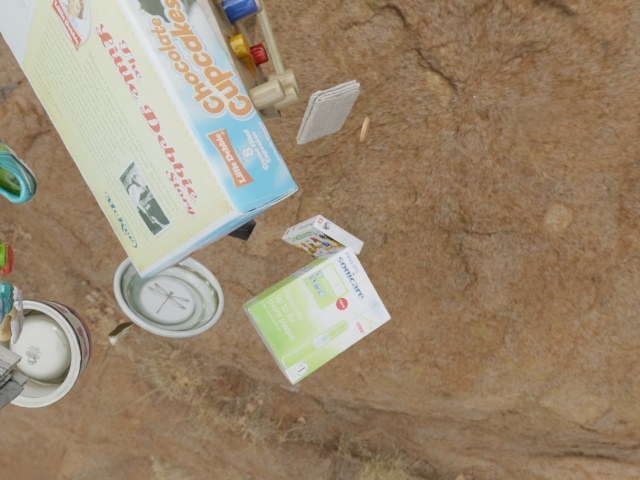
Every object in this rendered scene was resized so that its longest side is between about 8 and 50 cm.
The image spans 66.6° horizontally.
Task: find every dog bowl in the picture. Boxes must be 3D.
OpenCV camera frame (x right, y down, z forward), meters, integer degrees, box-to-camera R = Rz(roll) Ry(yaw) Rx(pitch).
[{"bbox_3d":[-1.064,0.411,1.852,0.409,0.150,0.407,0,94,4],"label":"dog bowl"}]

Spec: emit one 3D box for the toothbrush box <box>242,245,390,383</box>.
[{"bbox_3d":[-0.011,0.171,1.173,0.283,0.122,0.206,-30,96,-16],"label":"toothbrush box"}]

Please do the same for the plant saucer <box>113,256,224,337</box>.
[{"bbox_3d":[-0.559,0.208,1.791,0.401,0.400,0.100,38,123,4],"label":"plant saucer"}]

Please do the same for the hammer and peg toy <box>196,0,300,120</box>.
[{"bbox_3d":[-0.146,-0.353,0.924,0.128,0.361,0.265,-20,103,10],"label":"hammer and peg toy"}]

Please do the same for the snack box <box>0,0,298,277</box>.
[{"bbox_3d":[-0.162,-0.139,0.374,0.187,0.060,0.321,-24,96,49],"label":"snack box"}]

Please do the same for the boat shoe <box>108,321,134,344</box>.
[{"bbox_3d":[-0.763,0.354,1.866,0.050,0.135,0.045,4,107,14],"label":"boat shoe"}]

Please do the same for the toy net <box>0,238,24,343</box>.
[{"bbox_3d":[-0.428,0.075,0.642,0.232,0.045,0.121,149,118,-62],"label":"toy net"}]

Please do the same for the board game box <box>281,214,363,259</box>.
[{"bbox_3d":[0.000,0.000,1.778,0.193,0.305,0.053,31,70,-17],"label":"board game box"}]

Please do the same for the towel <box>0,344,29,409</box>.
[{"bbox_3d":[-0.791,0.258,0.991,0.324,0.312,0.056,40,96,-11],"label":"towel"}]

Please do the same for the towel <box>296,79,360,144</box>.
[{"bbox_3d":[0.021,-0.441,1.687,0.049,0.187,0.282,60,156,12],"label":"towel"}]

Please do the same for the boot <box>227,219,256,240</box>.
[{"bbox_3d":[-0.502,-0.159,1.887,0.367,0.445,0.146,48,111,28],"label":"boot"}]

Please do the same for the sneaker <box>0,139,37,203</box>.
[{"bbox_3d":[-0.747,-0.192,1.077,0.107,0.110,0.275,-40,123,0],"label":"sneaker"}]

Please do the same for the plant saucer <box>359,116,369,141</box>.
[{"bbox_3d":[0.146,-0.361,1.588,0.013,0.083,0.083,17,110,7],"label":"plant saucer"}]
